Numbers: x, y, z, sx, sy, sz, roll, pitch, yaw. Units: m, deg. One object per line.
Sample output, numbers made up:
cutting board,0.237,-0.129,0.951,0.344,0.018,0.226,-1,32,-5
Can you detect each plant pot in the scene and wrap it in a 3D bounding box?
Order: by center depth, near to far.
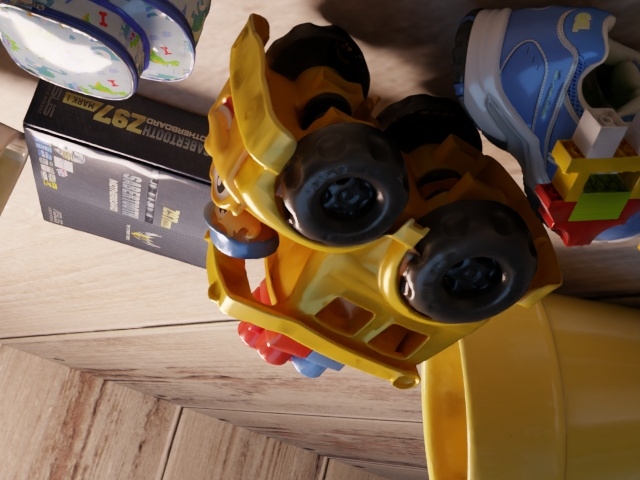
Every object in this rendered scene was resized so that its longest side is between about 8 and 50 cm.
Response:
plant pot,0.231,0.155,0.813,0.239,0.254,0.254,-2,160,-1

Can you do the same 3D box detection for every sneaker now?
sneaker,0.158,-0.057,0.493,0.081,0.080,0.211,-1,155,42

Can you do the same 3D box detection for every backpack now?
backpack,-0.123,-0.130,0.488,0.114,0.084,0.105,13,163,-5

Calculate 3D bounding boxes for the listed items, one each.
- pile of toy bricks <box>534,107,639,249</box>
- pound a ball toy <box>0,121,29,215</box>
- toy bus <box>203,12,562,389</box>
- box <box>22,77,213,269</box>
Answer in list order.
pile of toy bricks,0.222,0.000,0.447,0.212,0.118,0.105,-3,135,-18
pound a ball toy,-0.398,-0.112,0.686,0.319,0.135,0.208,26,179,-9
toy bus,0.000,0.000,0.538,0.220,0.149,0.211,28,122,-29
box,-0.157,-0.050,0.766,0.183,0.059,0.232,17,160,-9
